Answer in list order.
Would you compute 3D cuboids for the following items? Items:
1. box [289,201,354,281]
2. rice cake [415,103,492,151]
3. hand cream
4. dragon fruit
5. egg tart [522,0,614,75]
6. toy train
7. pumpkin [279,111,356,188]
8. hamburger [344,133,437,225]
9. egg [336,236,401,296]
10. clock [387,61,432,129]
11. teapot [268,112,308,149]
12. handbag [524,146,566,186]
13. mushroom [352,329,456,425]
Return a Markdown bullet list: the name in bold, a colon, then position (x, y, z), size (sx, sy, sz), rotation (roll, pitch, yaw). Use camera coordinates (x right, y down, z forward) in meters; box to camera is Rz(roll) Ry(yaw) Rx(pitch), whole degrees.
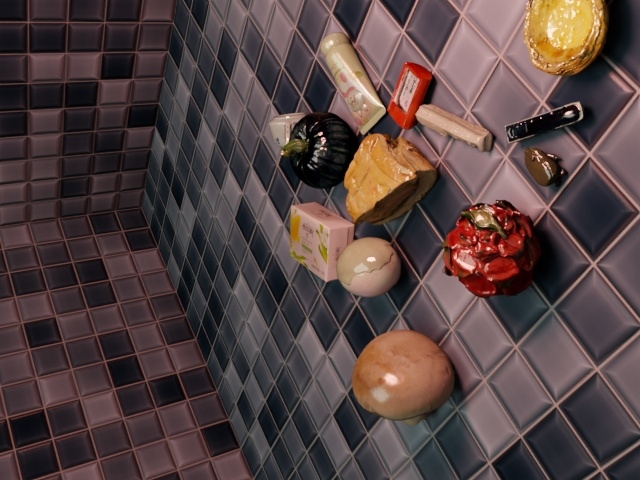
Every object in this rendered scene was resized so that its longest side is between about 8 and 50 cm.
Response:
- **box**: position (0.000, 0.000, 2.348), size (0.260, 0.111, 0.195), rotation (34, 127, 53)
- **rice cake**: position (0.337, -0.288, 1.748), size (0.256, 0.052, 0.057), rotation (41, 158, 47)
- **hand cream**: position (0.098, -0.484, 2.072), size (0.306, 0.093, 0.147), rotation (63, 147, 9)
- **dragon fruit**: position (0.406, 0.035, 1.607), size (0.234, 0.233, 0.293), rotation (59, 180, 31)
- **egg tart**: position (0.502, -0.437, 1.383), size (0.212, 0.090, 0.213), rotation (21, 116, 53)
- **toy train**: position (0.492, -0.257, 1.497), size (0.207, 0.047, 0.043), rotation (-13, 89, 59)
- **pumpkin**: position (-0.020, -0.286, 2.161), size (0.248, 0.247, 0.248), rotation (25, 120, 54)
- **hamburger**: position (0.187, -0.194, 1.922), size (0.330, 0.162, 0.209), rotation (-45, 58, 57)
- **egg**: position (0.149, 0.078, 2.042), size (0.217, 0.182, 0.183), rotation (155, 103, -69)
- **clock**: position (0.247, -0.393, 1.855), size (0.113, 0.061, 0.155), rotation (-117, 36, -48)
- **teapot**: position (-0.096, -0.359, 2.351), size (0.232, 0.158, 0.159), rotation (-67, -24, -74)
- **handbag**: position (0.491, -0.170, 1.524), size (0.111, 0.047, 0.072), rotation (58, 149, 33)
- **mushroom**: position (0.235, 0.420, 1.950), size (0.292, 0.292, 0.290), rotation (39, 148, 48)
